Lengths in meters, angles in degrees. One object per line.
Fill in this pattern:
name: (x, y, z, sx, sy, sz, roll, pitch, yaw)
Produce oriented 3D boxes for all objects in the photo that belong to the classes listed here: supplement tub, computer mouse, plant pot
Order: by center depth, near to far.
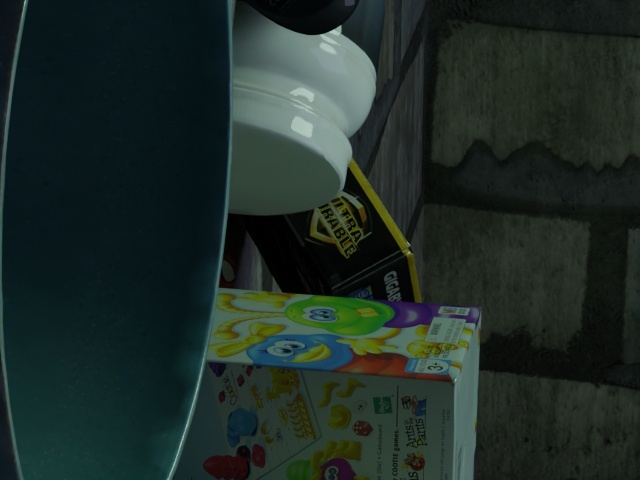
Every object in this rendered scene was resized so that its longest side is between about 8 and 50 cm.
plant pot: (-0.159, -0.031, 0.667, 0.290, 0.195, 0.290, 5, 90, -80)
computer mouse: (-0.060, -0.218, 1.141, 0.071, 0.242, 0.041, -43, 162, 7)
supplement tub: (-0.048, -0.173, 1.243, 0.191, 0.191, 0.272, 69, 28, -68)

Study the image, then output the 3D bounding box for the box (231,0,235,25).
box: (-0.119, -0.216, 1.010, 0.231, 0.126, 0.262, 39, 57, -77)

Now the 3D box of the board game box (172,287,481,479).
board game box: (-0.041, 0.120, 1.176, 0.142, 0.275, 0.144, -58, 151, -70)

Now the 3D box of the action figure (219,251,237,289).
action figure: (-0.068, 0.145, 1.442, 0.091, 0.139, 0.280, 108, -13, -74)

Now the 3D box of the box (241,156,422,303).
box: (0.000, 0.000, 1.546, 0.257, 0.079, 0.322, 60, -7, 28)
